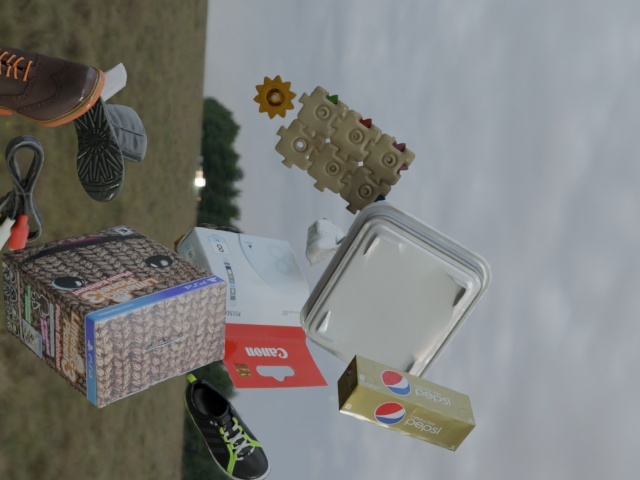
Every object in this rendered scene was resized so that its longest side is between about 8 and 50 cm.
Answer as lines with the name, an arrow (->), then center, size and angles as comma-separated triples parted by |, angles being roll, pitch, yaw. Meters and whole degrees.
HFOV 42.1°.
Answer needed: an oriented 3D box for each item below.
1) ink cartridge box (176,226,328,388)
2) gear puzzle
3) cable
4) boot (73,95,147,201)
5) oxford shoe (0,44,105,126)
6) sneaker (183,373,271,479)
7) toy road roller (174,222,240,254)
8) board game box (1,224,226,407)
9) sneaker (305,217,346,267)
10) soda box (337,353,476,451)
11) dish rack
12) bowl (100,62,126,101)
ink cartridge box -> -0.135, 0.154, 1.920 | 0.091, 0.308, 0.385 | -45, -123, 28
gear puzzle -> 0.008, -0.201, 1.645 | 0.175, 0.338, 0.044 | -54, -177, 18
cable -> -0.562, -0.067, 1.560 | 0.287, 0.139, 0.072 | -49, -136, 33
boot -> -0.332, -0.145, 1.341 | 0.208, 0.076, 0.190 | 99, -16, -85
oxford shoe -> -0.423, -0.225, 1.176 | 0.098, 0.271, 0.097 | 39, 61, -55
sneaker -> -0.181, 0.349, 1.534 | 0.235, 0.084, 0.097 | 48, -21, 13
toy road roller -> -0.307, 0.118, 2.410 | 0.330, 0.240, 0.202 | 56, -20, -21
board game box -> -0.329, 0.105, 1.321 | 0.291, 0.232, 0.141 | 24, -61, 39
sneaker -> 0.000, 0.000, 2.035 | 0.095, 0.090, 0.235 | 57, 14, 1
soda box -> 0.116, 0.220, 1.122 | 0.061, 0.181, 0.058 | -92, -153, -57
dish rack -> 0.136, 0.123, 1.586 | 0.333, 0.285, 0.072 | -59, -178, 23
bowl -> -0.539, -0.376, 2.055 | 0.053, 0.142, 0.142 | 53, -16, -20
